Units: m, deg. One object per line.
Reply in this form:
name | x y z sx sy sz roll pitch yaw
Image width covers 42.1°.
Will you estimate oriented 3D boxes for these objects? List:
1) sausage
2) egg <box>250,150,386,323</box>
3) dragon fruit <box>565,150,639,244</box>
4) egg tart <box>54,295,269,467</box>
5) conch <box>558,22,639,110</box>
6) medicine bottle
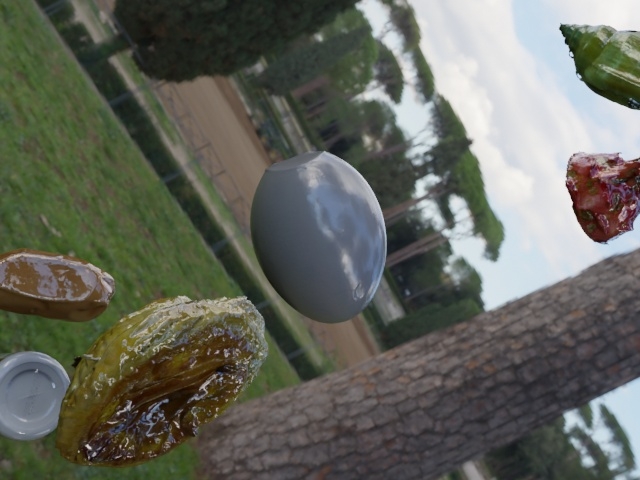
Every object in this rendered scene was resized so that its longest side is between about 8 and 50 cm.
sausage | -0.493 0.080 1.495 0.136 0.241 0.120 137 -37 -67
egg | 0.000 0.000 1.103 0.176 0.176 0.231 -111 -176 -68
dragon fruit | 0.446 -0.072 1.232 0.153 0.111 0.153 18 65 -43
egg tart | -0.260 0.198 1.280 0.153 0.351 0.339 43 5 30
conch | 0.357 -0.198 0.970 0.200 0.095 0.079 49 -22 41
medicine bottle | -0.593 0.290 1.558 0.289 0.157 0.157 -13 -71 50
